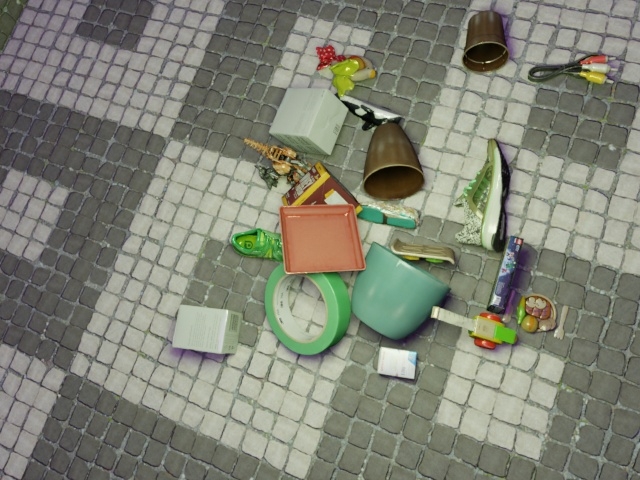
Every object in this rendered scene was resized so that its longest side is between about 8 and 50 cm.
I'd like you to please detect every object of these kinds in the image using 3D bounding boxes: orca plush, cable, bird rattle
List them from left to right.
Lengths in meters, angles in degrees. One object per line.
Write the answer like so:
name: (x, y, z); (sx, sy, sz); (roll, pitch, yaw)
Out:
bird rattle: (0.097, -0.660, 1.989); (0.206, 0.143, 0.254); (-8, 37, -15)
orca plush: (0.159, -0.463, 1.937); (0.287, 0.151, 0.102); (22, 113, 12)
cable: (0.896, -0.622, 1.842); (0.286, 0.072, 0.140); (9, 73, 14)

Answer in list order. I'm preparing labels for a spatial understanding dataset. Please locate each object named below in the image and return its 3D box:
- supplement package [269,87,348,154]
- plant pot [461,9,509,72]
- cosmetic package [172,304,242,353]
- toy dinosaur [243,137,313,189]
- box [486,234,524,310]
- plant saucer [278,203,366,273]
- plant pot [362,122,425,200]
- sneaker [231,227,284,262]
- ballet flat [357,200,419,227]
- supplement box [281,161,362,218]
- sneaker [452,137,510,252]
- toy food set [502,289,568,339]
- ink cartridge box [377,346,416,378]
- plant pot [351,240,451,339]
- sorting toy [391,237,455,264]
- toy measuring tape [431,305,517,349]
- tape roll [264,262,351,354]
supplement package: (-0.043, -0.440, 1.909); (0.203, 0.149, 0.194); (16, 80, 40)
plant pot: (0.600, -0.731, 1.889); (0.166, 0.167, 0.165); (1, 69, 11)
cosmetic package: (-0.396, 0.316, 1.831); (0.183, 0.151, 0.152); (4, 78, 13)
toy dinosaur: (-0.128, -0.289, 1.881); (0.164, 0.218, 0.322); (-48, 114, -18)
box: (0.597, 0.114, 1.677); (0.044, 0.159, 0.233); (17, 81, 16)
plant saucer: (0.000, 0.000, 1.679); (0.258, 0.048, 0.259); (-2, 58, -9)
plant pot: (0.250, -0.296, 1.837); (0.215, 0.215, 0.231); (-7, 62, 10)
sneaker: (-0.187, 0.017, 1.875); (0.295, 0.123, 0.110); (-1, 76, 10)
ballet flat: (0.238, -0.100, 1.853); (0.240, 0.091, 0.077); (16, 50, 10)
supplement box: (0.002, -0.130, 1.806); (0.191, 0.129, 0.194); (-43, 116, 10)
sneaker: (0.541, -0.162, 1.776); (0.181, 0.158, 0.411); (1, 71, 29)
toy food set: (0.706, 0.238, 1.688); (0.191, 0.038, 0.133); (15, 80, 14)
ink cartridge box: (0.256, 0.409, 1.730); (0.122, 0.052, 0.089); (7, 78, 11)
plant pot: (0.235, 0.176, 1.680); (0.292, 0.293, 0.235); (33, 95, 17)
sorting toy: (0.345, 0.041, 1.737); (0.208, 0.193, 0.038); (11, 102, 12)
toy measuring tape: (0.480, 0.273, 1.656); (0.329, 0.121, 0.122); (18, 79, -14)
tape roll: (-0.048, 0.219, 1.741); (0.321, 0.077, 0.322); (5, 99, 37)
